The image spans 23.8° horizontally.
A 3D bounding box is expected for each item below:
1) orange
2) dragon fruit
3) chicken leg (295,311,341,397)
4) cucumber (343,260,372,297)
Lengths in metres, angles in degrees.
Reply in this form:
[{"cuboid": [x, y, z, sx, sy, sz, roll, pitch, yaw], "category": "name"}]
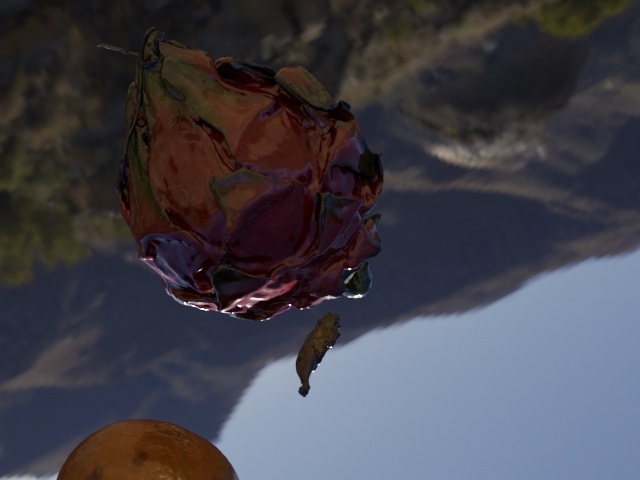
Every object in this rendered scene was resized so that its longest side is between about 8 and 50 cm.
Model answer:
[{"cuboid": [-0.142, 0.259, 1.263, 0.170, 0.224, 0.224, 6, -178, -3], "category": "orange"}, {"cuboid": [-0.078, -0.061, 1.281, 0.234, 0.293, 0.234, -38, -170, 8], "category": "dragon fruit"}, {"cuboid": [-0.006, 0.160, 2.123, 0.062, 0.037, 0.145, -14, -140, 51], "category": "chicken leg"}, {"cuboid": [0.000, 0.000, 1.496, 0.052, 0.058, 0.215, -32, -148, -4], "category": "cucumber"}]
